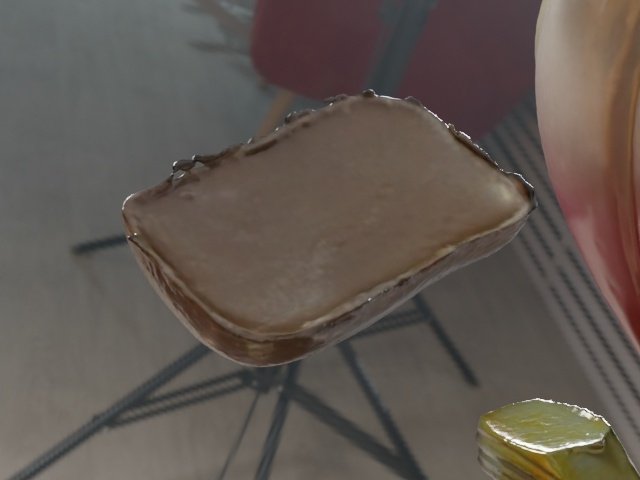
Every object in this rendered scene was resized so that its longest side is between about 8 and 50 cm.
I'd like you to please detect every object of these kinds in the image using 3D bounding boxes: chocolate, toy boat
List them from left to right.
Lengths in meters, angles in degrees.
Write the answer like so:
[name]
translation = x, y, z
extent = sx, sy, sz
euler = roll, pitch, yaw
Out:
[chocolate]
translation = 0.001, 0.000, 0.931
extent = 0.261, 0.083, 0.161
euler = -24, 57, -31
[toy boat]
translation = 0.134, 0.132, 0.786
extent = 0.065, 0.066, 0.172
euler = -17, 12, -15

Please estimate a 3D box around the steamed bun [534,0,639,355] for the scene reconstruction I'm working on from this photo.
[steamed bun]
translation = 0.242, -0.049, 0.726
extent = 0.309, 0.309, 0.309
euler = 17, 26, -9
